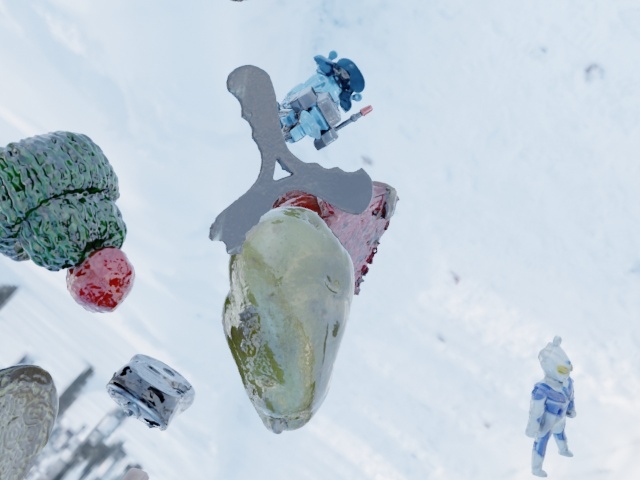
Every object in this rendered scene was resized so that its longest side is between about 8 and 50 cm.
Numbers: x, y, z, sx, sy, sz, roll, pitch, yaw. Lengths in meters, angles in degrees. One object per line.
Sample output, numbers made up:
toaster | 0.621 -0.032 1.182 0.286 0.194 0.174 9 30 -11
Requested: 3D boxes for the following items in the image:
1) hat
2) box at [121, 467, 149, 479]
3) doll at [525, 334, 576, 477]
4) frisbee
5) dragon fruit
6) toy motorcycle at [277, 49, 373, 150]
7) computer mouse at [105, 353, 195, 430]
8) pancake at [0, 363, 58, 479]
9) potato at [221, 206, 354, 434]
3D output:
hat | -0.448 -0.023 1.729 0.332 0.274 0.242 54 140 10
box | -0.401 0.520 1.991 0.048 0.115 0.025 5 132 32
doll | 0.367 0.258 1.527 0.057 0.114 0.227 16 118 50
frisbee | -0.055 -0.065 1.011 0.211 0.187 0.012 48 155 -16
dragon fruit | 0.000 0.000 1.758 0.240 0.302 0.330 55 -160 5
toy motorcycle | -0.004 -0.250 1.748 0.124 0.182 0.272 57 -168 -21
computer mouse | -0.304 0.273 1.710 0.137 0.096 0.233 30 -178 7
pancake | -0.518 0.317 1.592 0.031 0.250 0.250 15 151 24
potato | -0.050 0.123 1.498 0.202 0.351 0.218 3 173 -13
